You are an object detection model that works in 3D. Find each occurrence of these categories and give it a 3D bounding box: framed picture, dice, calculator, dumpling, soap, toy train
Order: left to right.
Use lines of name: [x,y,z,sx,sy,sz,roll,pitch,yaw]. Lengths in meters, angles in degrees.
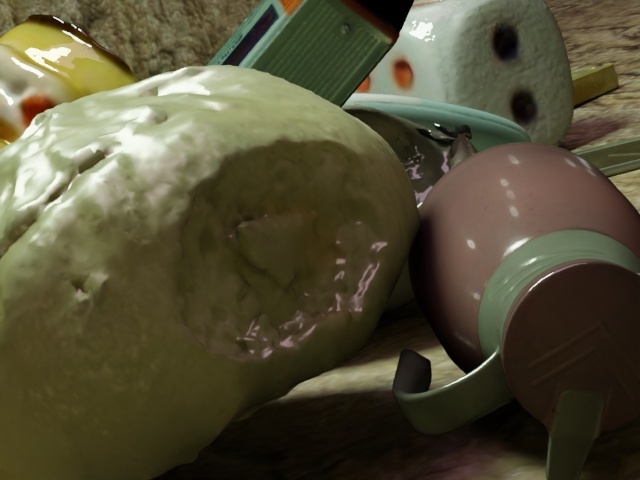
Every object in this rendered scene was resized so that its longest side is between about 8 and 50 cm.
toy train: [-0.073,-0.064,1.464,0.409,0.086,0.089,-49,25,13]
dumpling: [0.013,0.005,1.510,0.293,0.163,0.204,-14,46,46]
calculator: [0.071,-0.055,1.667,0.295,0.042,0.184,11,-34,-27]
dice: [0.142,-0.167,2.111,0.194,0.192,0.193,-20,10,-38]
soap: [0.267,-0.171,2.416,0.092,0.037,0.252,-5,13,38]
framed picture: [0.300,-0.085,1.951,0.109,0.011,0.149,-15,10,-3]

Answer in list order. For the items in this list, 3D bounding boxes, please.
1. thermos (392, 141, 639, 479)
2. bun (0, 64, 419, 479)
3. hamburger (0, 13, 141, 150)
thermos: [0.120,0.040,1.121,0.176,0.146,0.265,-31,10,5]
bun: [-0.129,0.017,1.189,0.364,0.202,0.364,-31,10,6]
hamburger: [-0.235,-0.017,1.634,0.237,0.276,0.276,-49,25,-24]
